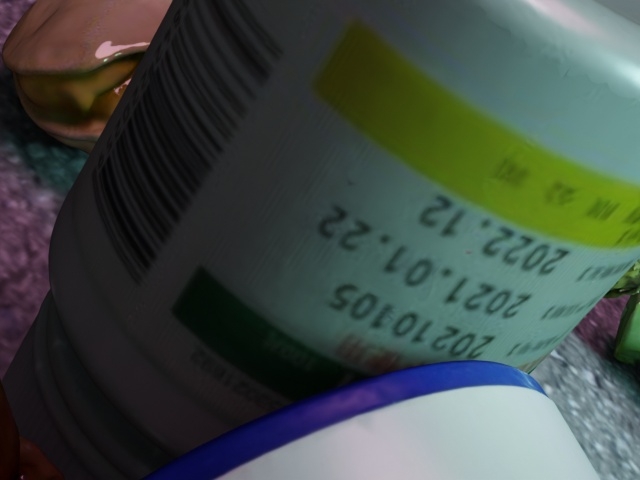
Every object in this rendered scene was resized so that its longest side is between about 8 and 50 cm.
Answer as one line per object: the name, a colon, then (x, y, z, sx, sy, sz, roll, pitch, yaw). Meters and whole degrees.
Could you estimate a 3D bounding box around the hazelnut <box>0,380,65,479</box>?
hazelnut: (-0.183, 0.066, 0.395, 0.201, 0.161, 0.170, 22, 32, -11)

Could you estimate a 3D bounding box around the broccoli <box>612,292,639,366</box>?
broccoli: (0.369, 0.089, 0.877, 0.269, 0.269, 0.254, 25, 69, -18)

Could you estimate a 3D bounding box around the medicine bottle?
medicine bottle: (0.000, 0.000, 0.482, 0.208, 0.340, 0.208, 24, 33, -17)

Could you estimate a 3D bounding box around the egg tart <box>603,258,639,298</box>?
egg tart: (0.075, -0.040, 0.665, 0.279, 0.095, 0.279, 39, -8, 7)

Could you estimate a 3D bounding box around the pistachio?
pistachio: (-0.133, -0.121, 0.742, 0.145, 0.117, 0.200, 1, 37, 16)

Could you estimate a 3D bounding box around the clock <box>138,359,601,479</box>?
clock: (-0.001, 0.140, 0.402, 0.230, 0.230, 0.083, 4, 47, -41)
